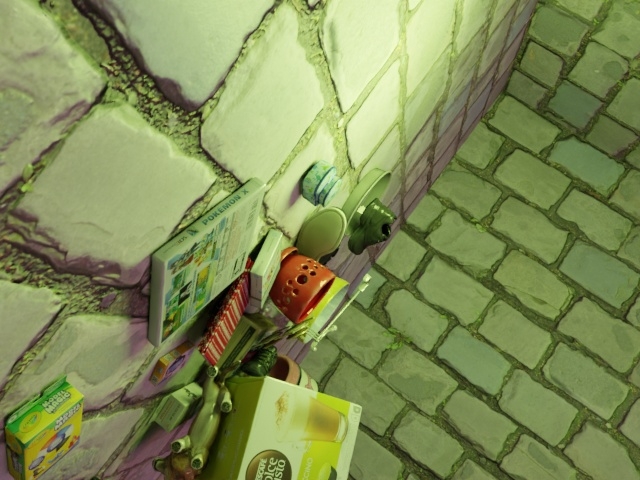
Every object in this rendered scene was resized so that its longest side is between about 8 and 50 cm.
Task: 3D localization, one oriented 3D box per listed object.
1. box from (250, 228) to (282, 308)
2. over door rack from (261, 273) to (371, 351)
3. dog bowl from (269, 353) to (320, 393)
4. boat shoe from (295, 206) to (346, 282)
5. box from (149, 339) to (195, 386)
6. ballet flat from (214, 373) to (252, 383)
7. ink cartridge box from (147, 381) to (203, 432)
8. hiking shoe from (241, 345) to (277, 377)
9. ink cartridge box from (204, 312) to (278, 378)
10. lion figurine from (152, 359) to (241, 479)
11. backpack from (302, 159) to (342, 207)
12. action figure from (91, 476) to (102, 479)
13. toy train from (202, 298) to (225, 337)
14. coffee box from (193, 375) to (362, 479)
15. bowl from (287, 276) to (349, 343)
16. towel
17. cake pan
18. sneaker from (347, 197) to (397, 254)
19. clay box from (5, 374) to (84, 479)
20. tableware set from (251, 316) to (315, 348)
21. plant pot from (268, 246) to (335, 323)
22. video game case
[{"bbox_3d":[-0.147,0.079,1.593,0.186,0.038,0.145,99,11,-56],"label":"box"},{"bbox_3d":[-0.011,0.191,2.034,0.324,0.239,0.108,-50,165,-16],"label":"over door rack"},{"bbox_3d":[-0.214,0.579,2.139,0.408,0.150,0.408,-26,-160,10],"label":"dog bowl"},{"bbox_3d":[0.003,0.003,1.853,0.113,0.127,0.340,-44,164,-48],"label":"boat shoe"},{"bbox_3d":[-0.374,0.311,1.518,0.136,0.028,0.081,-28,151,-60],"label":"box"},{"bbox_3d":[-0.297,0.475,2.090,0.348,0.123,0.123,-44,164,-36],"label":"ballet flat"},{"bbox_3d":[-0.423,0.500,1.764,0.104,0.061,0.181,-58,166,11],"label":"ink cartridge box"},{"bbox_3d":[-0.190,0.384,1.901,0.227,0.086,0.114,90,24,-79],"label":"hiking shoe"},{"bbox_3d":[-0.248,0.335,1.907,0.193,0.088,0.235,-55,168,1],"label":"ink cartridge box"},{"bbox_3d":[-0.336,0.529,1.708,0.392,0.142,0.240,-57,176,-18],"label":"lion figurine"},{"bbox_3d":[0.006,-0.150,1.547,0.105,0.084,0.114,-53,165,-16],"label":"backpack"},{"bbox_3d":[-0.657,0.754,1.514,0.285,0.099,0.185,-47,175,-11],"label":"action figure"},{"bbox_3d":[-0.288,0.220,1.591,0.036,0.027,0.158,-33,155,-51],"label":"toy train"},{"bbox_3d":[-0.134,0.613,1.764,0.338,0.334,0.337,-23,-132,58],"label":"coffee box"},{"bbox_3d":[-0.036,0.234,2.254,0.289,0.156,0.289,-51,167,-16],"label":"bowl"},{"bbox_3d":[-0.237,0.190,1.554,0.199,0.031,0.275,93,22,-69],"label":"towel"},{"bbox_3d":[0.159,-0.148,2.183,0.293,0.054,0.293,-50,167,-16],"label":"cake pan"},{"bbox_3d":[0.192,-0.025,2.211,0.109,0.130,0.286,-46,167,-37],"label":"sneaker"},{"bbox_3d":[-0.505,0.352,1.087,0.127,0.053,0.222,-42,164,-45],"label":"clay box"},{"bbox_3d":[-0.108,0.297,1.806,0.194,0.039,0.128,-26,-179,35],"label":"tableware set"},{"bbox_3d":[-0.077,0.131,1.783,0.191,0.174,0.191,-50,167,-16],"label":"plant pot"},{"bbox_3d":[-0.248,0.051,1.270,0.300,0.036,0.329,-44,165,-38],"label":"video game case"}]
